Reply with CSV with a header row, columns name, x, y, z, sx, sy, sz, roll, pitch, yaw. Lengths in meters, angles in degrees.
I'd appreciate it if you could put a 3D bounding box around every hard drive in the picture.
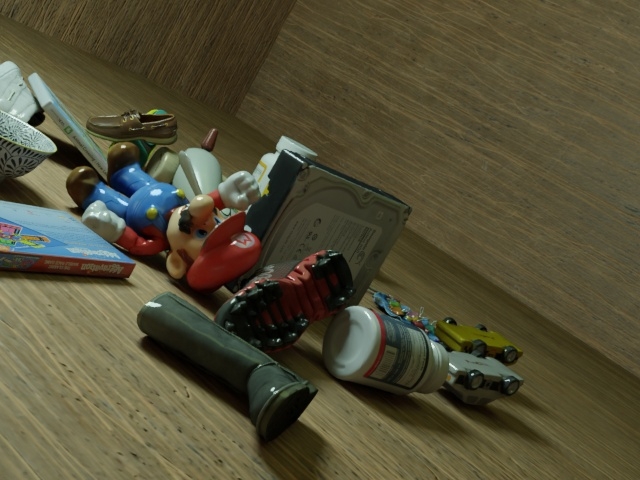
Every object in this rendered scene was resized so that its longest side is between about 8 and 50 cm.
name,x,y,z,sx,sy,sz,roll,pitch,yaw
hard drive,0.000,0.000,1.558,0.064,0.237,0.339,36,10,35

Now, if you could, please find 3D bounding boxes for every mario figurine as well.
name,x,y,z,sx,sy,sz,roll,pitch,yaw
mario figurine,-0.217,-0.054,1.345,0.320,0.198,0.170,29,-5,25

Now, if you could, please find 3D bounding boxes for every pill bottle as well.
name,x,y,z,sx,sy,sz,roll,pitch,yaw
pill bottle,0.100,0.167,1.351,0.180,0.108,0.108,23,11,-40
pill bottle,-0.094,-0.110,1.962,0.117,0.208,0.117,29,9,-5

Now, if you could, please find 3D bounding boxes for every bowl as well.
name,x,y,z,sx,sy,sz,roll,pitch,yaw
bowl,-0.470,-0.133,1.312,0.170,0.080,0.170,30,9,-5

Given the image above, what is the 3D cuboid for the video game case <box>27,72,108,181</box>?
name,x,y,z,sx,sy,sz,roll,pitch,yaw
video game case,-0.455,-0.206,1.701,0.193,0.023,0.212,54,-5,-32

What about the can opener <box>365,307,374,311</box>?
name,x,y,z,sx,sy,sz,roll,pitch,yaw
can opener,0.089,0.160,1.514,0.073,0.059,0.186,28,9,-12

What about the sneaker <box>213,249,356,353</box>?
name,x,y,z,sx,sy,sz,roll,pitch,yaw
sneaker,-0.069,0.092,1.272,0.135,0.098,0.276,-15,7,35

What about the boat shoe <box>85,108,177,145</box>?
name,x,y,z,sx,sy,sz,roll,pitch,yaw
boat shoe,-0.367,-0.229,1.812,0.177,0.060,0.064,3,36,-12

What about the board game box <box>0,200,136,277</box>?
name,x,y,z,sx,sy,sz,roll,pitch,yaw
board game box,-0.360,-0.006,1.120,0.145,0.027,0.281,32,9,25

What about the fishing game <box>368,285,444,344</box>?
name,x,y,z,sx,sy,sz,roll,pitch,yaw
fishing game,0.191,0.155,1.940,0.189,0.041,0.264,26,9,-37

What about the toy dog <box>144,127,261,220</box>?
name,x,y,z,sx,sy,sz,roll,pitch,yaw
toy dog,-0.207,-0.117,1.791,0.333,0.161,0.220,37,12,39

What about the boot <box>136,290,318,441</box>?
name,x,y,z,sx,sy,sz,roll,pitch,yaw
boot,-0.109,0.128,1.016,0.208,0.076,0.189,38,-4,9

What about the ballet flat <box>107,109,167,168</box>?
name,x,y,z,sx,sy,sz,roll,pitch,yaw
ballet flat,-0.382,-0.192,1.890,0.077,0.077,0.231,58,33,-21

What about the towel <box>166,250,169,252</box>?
name,x,y,z,sx,sy,sz,roll,pitch,yaw
towel,-0.209,0.011,1.521,0.152,0.023,0.113,20,12,-46

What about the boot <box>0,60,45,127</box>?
name,x,y,z,sx,sy,sz,roll,pitch,yaw
boot,-0.564,-0.250,1.701,0.123,0.095,0.258,36,13,-14

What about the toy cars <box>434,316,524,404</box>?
name,x,y,z,sx,sy,sz,roll,pitch,yaw
toy cars,0.269,0.226,1.662,0.176,0.087,0.393,26,11,8
